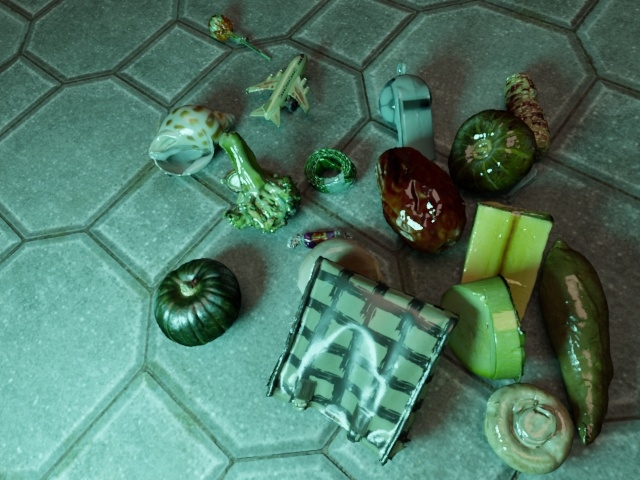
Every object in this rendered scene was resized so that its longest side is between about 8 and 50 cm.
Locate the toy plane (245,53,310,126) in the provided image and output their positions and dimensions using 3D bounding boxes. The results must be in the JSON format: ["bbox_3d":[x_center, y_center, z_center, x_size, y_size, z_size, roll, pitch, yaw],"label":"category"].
[{"bbox_3d":[-0.110,-0.477,1.403,0.241,0.104,0.256,26,71,24],"label":"toy plane"}]

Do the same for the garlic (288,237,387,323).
[{"bbox_3d":[0.009,0.083,1.112,0.266,0.128,0.149,-30,50,6],"label":"garlic"}]

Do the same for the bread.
[{"bbox_3d":[0.431,0.041,1.078,0.167,0.163,0.264,16,101,15],"label":"bread"}]

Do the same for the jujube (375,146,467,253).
[{"bbox_3d":[0.242,-0.105,1.103,0.197,0.197,0.291,-23,61,-2],"label":"jujube"}]

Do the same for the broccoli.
[{"bbox_3d":[-0.191,-0.133,1.167,0.198,0.274,0.177,-47,23,11],"label":"broccoli"}]

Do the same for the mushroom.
[{"bbox_3d":[0.403,0.362,0.870,0.166,0.127,0.166,-7,56,11],"label":"mushroom"}]

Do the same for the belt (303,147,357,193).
[{"bbox_3d":[0.033,-0.189,1.251,0.151,0.079,0.121,13,76,28],"label":"belt"}]

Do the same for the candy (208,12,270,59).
[{"bbox_3d":[-0.284,-0.713,1.579,0.287,0.084,0.078,37,70,17],"label":"candy"}]

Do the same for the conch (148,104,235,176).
[{"bbox_3d":[-0.380,-0.315,1.342,0.274,0.183,0.149,-24,28,-5],"label":"conch"}]

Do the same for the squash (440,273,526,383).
[{"bbox_3d":[0.339,0.184,0.919,0.133,0.220,0.220,-7,62,3],"label":"squash"}]

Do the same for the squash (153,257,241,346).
[{"bbox_3d":[-0.295,0.147,1.079,0.218,0.172,0.218,-24,34,17],"label":"squash"}]

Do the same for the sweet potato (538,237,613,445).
[{"bbox_3d":[0.537,0.199,0.933,0.130,0.130,0.423,1,67,10],"label":"sweet potato"}]

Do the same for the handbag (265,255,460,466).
[{"bbox_3d":[0.082,0.241,0.944,0.325,0.162,0.327,23,86,23],"label":"handbag"}]

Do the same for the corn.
[{"bbox_3d":[0.563,-0.349,1.224,0.098,0.098,0.290,-1,61,10],"label":"corn"}]

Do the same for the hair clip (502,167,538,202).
[{"bbox_3d":[0.520,-0.145,1.159,0.115,0.039,0.030,-44,59,-10],"label":"hair clip"}]

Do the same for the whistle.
[{"bbox_3d":[0.246,-0.361,1.275,0.163,0.163,0.290,-6,98,7],"label":"whistle"}]

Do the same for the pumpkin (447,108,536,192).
[{"bbox_3d":[0.443,-0.224,1.139,0.218,0.162,0.219,-15,68,41],"label":"pumpkin"}]

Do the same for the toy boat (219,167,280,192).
[{"bbox_3d":[-0.211,-0.176,1.287,0.184,0.071,0.089,-3,105,9],"label":"toy boat"}]

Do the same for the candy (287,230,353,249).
[{"bbox_3d":[0.000,0.000,1.176,0.174,0.043,0.045,-4,65,3],"label":"candy"}]
